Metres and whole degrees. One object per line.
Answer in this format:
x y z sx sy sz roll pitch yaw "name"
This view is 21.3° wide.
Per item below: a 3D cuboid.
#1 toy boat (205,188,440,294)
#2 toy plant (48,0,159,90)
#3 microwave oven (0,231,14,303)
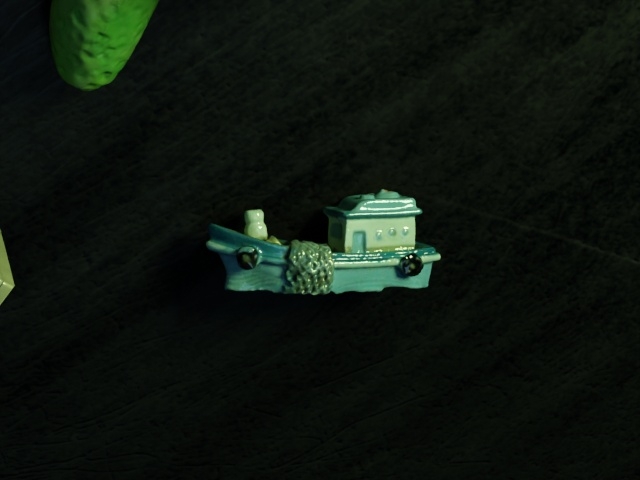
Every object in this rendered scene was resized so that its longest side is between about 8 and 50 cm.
0.000 0.000 1.709 0.237 0.109 0.098 -2 98 -20 "toy boat"
-0.093 -0.286 1.459 0.356 0.211 0.317 -12 123 3 "toy plant"
-0.429 0.066 1.573 0.194 0.145 0.240 30 105 -27 "microwave oven"
